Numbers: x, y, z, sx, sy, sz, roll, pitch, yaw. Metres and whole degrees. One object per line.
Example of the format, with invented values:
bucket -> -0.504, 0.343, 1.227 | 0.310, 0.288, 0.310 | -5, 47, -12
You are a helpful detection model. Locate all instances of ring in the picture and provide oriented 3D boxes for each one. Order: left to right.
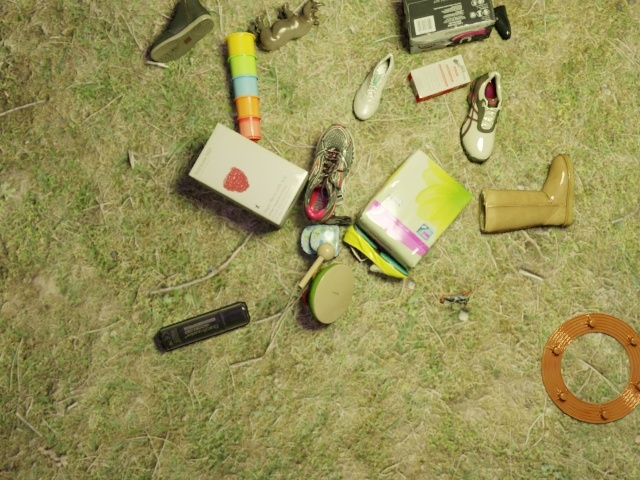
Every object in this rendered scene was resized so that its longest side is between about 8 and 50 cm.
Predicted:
ring -> 0.844, 0.389, 1.713 | 0.337, 0.032, 0.336 | 0, 86, -2

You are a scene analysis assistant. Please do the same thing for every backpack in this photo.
backpack -> 0.000, 0.000, 1.688 | 0.114, 0.084, 0.105 | 3, 84, 2

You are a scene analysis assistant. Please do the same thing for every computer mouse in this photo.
computer mouse -> 0.045, -0.144, 1.719 | 0.106, 0.042, 0.193 | 2, 92, 6

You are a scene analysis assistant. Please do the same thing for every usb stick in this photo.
usb stick -> -0.347, 0.256, 1.685 | 0.278, 0.045, 0.077 | -18, 94, -2

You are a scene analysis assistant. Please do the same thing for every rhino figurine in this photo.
rhino figurine -> -0.092, -0.666, 1.728 | 0.243, 0.073, 0.106 | -28, 84, -4

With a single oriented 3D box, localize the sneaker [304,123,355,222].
sneaker -> 0.028, -0.193, 1.641 | 0.121, 0.112, 0.299 | 13, 92, 4

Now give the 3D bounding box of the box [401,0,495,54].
box -> 0.379, -0.678, 1.690 | 0.247, 0.142, 0.163 | -10, 88, 9

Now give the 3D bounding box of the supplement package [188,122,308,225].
supplement package -> -0.203, -0.182, 1.646 | 0.293, 0.175, 0.177 | 29, 88, 1

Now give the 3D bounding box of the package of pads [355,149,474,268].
package of pads -> 0.274, -0.097, 1.679 | 0.229, 0.101, 0.296 | 42, 78, 1

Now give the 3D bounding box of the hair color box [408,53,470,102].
hair color box -> 0.366, -0.500, 1.739 | 0.167, 0.053, 0.093 | -19, 86, -1

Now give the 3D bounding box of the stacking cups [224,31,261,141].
stacking cups -> -0.224, -0.460, 1.701 | 0.096, 0.096, 0.316 | -8, 87, -2

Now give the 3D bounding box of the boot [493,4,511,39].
boot -> 0.535, -0.678, 1.757 | 0.099, 0.045, 0.121 | -11, 83, -2

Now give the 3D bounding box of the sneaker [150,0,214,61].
sneaker -> -0.439, -0.647, 1.726 | 0.222, 0.083, 0.118 | -32, 69, 4

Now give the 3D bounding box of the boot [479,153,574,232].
boot -> 0.624, -0.145, 1.710 | 0.270, 0.089, 0.236 | -2, 87, 0

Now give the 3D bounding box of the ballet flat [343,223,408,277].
ballet flat -> 0.161, 0.048, 1.702 | 0.231, 0.077, 0.077 | 43, 108, 4

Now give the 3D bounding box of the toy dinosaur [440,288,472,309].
toy dinosaur -> 0.411, 0.178, 1.721 | 0.082, 0.047, 0.090 | 21, 53, 8

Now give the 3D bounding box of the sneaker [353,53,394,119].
sneaker -> 0.163, -0.474, 1.712 | 0.080, 0.094, 0.212 | 24, 87, -1

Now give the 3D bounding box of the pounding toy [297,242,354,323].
pounding toy -> -0.006, 0.127, 1.653 | 0.110, 0.237, 0.183 | 18, 59, 39

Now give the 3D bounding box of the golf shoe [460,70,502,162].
golf shoe -> 0.492, -0.376, 1.704 | 0.105, 0.120, 0.272 | 4, 88, -3
